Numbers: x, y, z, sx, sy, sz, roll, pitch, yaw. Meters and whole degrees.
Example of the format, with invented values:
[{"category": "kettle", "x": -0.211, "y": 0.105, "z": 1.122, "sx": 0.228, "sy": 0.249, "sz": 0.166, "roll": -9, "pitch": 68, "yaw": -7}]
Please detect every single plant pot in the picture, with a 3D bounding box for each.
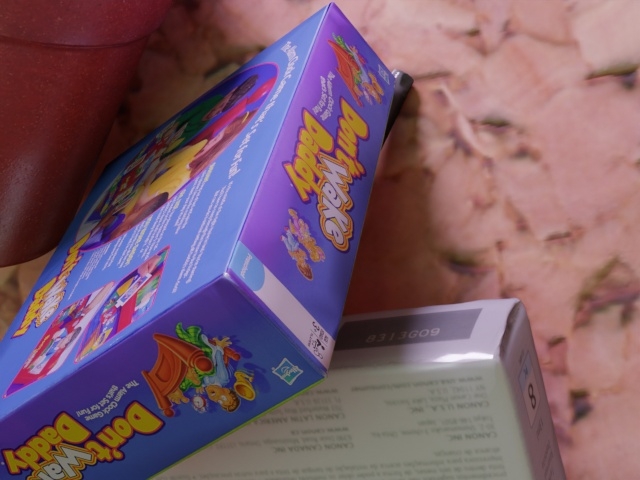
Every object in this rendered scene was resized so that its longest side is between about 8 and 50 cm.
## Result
[{"category": "plant pot", "x": -0.248, "y": -0.141, "z": 0.906, "sx": 0.272, "sy": 0.272, "sz": 0.265, "roll": 34, "pitch": 120, "yaw": 19}]

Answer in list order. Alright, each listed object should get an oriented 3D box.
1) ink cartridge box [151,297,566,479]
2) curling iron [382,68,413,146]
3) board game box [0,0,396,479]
[{"category": "ink cartridge box", "x": 0.028, "y": 0.238, "z": 0.885, "sx": 0.308, "sy": 0.091, "sz": 0.385, "roll": -8, "pitch": 113, "yaw": 22}, {"category": "curling iron", "x": 0.000, "y": 0.000, "z": 0.921, "sx": 0.035, "sy": 0.068, "sz": 0.274, "roll": 25, "pitch": 94, "yaw": 27}, {"category": "board game box", "x": -0.082, "y": 0.005, "z": 0.790, "sx": 0.233, "sy": 0.347, "sz": 0.078, "roll": -32, "pitch": 112, "yaw": 27}]
